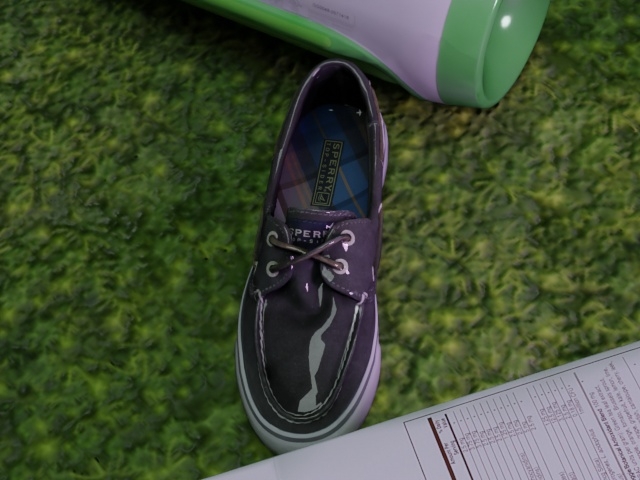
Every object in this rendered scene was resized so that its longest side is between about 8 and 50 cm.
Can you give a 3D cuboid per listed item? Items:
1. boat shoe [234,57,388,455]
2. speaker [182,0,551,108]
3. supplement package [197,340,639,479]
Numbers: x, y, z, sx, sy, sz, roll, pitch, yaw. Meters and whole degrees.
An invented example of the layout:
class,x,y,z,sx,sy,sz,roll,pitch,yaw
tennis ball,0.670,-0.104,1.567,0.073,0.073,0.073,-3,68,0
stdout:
class,x,y,z,sx,sy,sz,roll,pitch,yaw
boat shoe,0.000,0.000,0.709,0.080,0.076,0.228,6,58,10
speaker,-0.015,-0.180,0.800,0.296,0.131,0.131,24,62,20
supplement package,0.072,0.166,0.522,0.203,0.194,0.149,-17,56,-6
